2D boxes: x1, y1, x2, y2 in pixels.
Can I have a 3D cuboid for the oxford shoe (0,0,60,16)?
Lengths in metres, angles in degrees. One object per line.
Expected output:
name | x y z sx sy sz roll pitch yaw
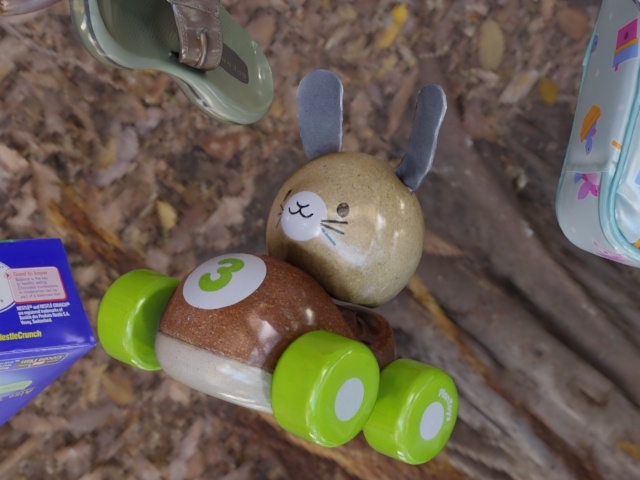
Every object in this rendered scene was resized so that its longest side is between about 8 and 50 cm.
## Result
oxford shoe | -0.219 -0.297 0.688 0.132 0.130 0.364 -25 122 -16

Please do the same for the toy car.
toy car | 0.000 0.000 0.659 0.149 0.155 0.188 23 84 -51

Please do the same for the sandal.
sandal | -0.103 -0.181 1.006 0.303 0.086 0.120 24 62 -61

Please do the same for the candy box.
candy box | -0.403 0.120 1.143 0.268 0.122 0.317 -3 154 -43

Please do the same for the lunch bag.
lunch bag | 0.307 -0.105 0.909 0.108 0.224 0.279 -157 -99 -78

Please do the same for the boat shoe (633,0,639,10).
boat shoe | 0.240 -0.121 0.742 0.108 0.301 0.102 4 140 -44
